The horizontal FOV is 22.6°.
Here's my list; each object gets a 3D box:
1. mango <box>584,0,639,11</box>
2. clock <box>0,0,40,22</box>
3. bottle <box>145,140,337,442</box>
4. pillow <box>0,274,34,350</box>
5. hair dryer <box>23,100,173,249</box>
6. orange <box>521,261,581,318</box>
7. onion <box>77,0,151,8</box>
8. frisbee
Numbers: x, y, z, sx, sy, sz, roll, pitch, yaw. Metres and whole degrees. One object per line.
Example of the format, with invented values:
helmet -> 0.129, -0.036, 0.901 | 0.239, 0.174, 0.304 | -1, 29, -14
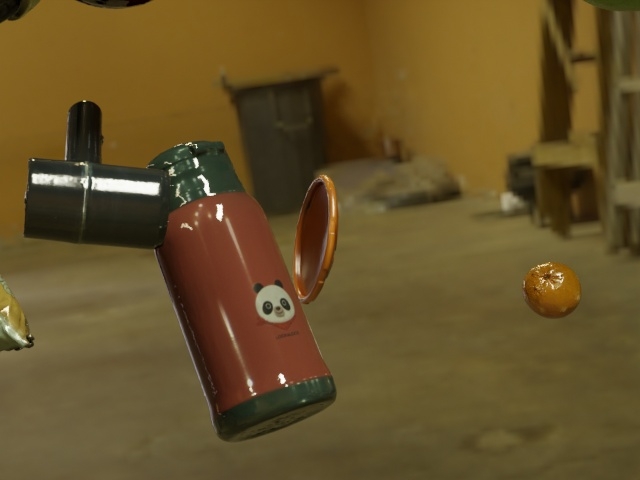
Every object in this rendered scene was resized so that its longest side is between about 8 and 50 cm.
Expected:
mango -> 0.429, -0.387, 2.036 | 0.192, 0.156, 0.343 | 32, -29, -21
clock -> -0.348, -0.465, 2.239 | 0.120, 0.379, 0.276 | 40, 21, 24
bottle -> -0.099, 0.048, 1.799 | 0.144, 0.336, 0.144 | -19, -13, -4
pillow -> -0.555, 0.056, 2.346 | 0.119, 0.310, 0.312 | -48, 9, -22
hair dryer -> -0.202, -0.070, 1.435 | 0.124, 0.072, 0.219 | 5, 32, -13
orange -> 0.318, 0.067, 2.202 | 0.083, 0.070, 0.083 | -9, 44, 8
onion -> -0.167, -0.338, 1.389 | 0.280, 0.281, 0.221 | -10, 15, -8
frisbee -> 0.000, 0.000, 2.347 | 0.035, 0.192, 0.192 | 9, 3, -14
